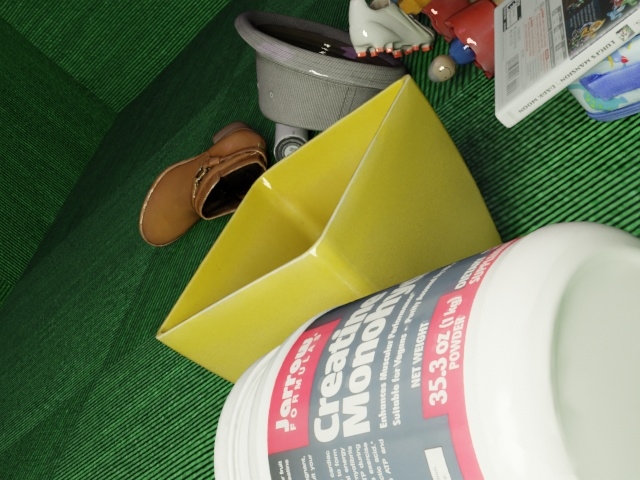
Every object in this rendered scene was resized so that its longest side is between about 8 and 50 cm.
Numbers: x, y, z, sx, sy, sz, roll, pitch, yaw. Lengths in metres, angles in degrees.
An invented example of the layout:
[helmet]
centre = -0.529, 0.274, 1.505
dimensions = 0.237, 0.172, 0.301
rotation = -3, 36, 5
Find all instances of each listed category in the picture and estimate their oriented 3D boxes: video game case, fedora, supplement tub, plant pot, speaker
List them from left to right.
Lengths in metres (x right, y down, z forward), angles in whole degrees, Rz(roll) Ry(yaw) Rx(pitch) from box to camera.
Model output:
[speaker]
centre = -0.044, -0.161, 1.543
dimensions = 0.055, 0.055, 0.136
rotation = -43, 20, 18
[fedora]
centre = -0.008, -0.220, 1.389
dimensions = 0.275, 0.243, 0.124
rotation = 41, 121, 50
[plant pot]
centre = 0.034, 0.033, 0.813
dimensions = 0.212, 0.187, 0.212
rotation = -30, 23, 44
[supplement tub]
centre = 0.078, 0.113, 0.576
dimensions = 0.272, 0.191, 0.191
rotation = -26, 31, 49
[video game case]
centre = 0.217, -0.198, 0.837
dimensions = 0.173, 0.022, 0.190
rotation = -38, 25, 33

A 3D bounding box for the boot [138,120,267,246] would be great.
[boot]
centre = -0.192, -0.066, 1.651
dimensions = 0.283, 0.109, 0.220
rotation = -39, 25, 7

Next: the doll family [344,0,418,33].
[doll family]
centre = 0.089, -0.329, 1.550
dimensions = 0.193, 0.076, 0.111
rotation = -49, 15, -13

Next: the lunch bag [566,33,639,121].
[lunch bag]
centre = 0.298, -0.192, 0.812
dimensions = 0.219, 0.090, 0.176
rotation = -18, 36, 56

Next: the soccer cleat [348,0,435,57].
[soccer cleat]
centre = 0.099, -0.286, 1.330
dimensions = 0.068, 0.076, 0.196
rotation = -7, 5, 31

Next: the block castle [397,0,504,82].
[block castle]
centre = 0.079, -0.409, 1.160
dimensions = 0.212, 0.453, 0.303
rotation = -39, 22, 9
